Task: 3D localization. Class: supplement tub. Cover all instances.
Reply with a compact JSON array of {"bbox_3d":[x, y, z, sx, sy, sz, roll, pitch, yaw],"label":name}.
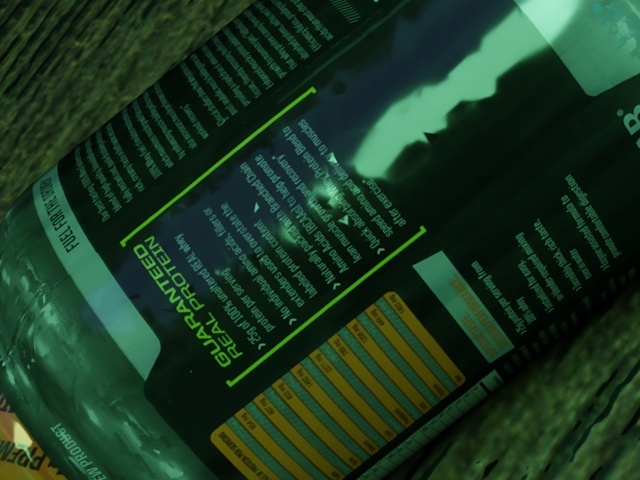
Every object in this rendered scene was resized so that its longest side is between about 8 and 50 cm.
[{"bbox_3d":[0.000,0.000,0.601,0.338,0.207,0.207,-38,51,2],"label":"supplement tub"}]
